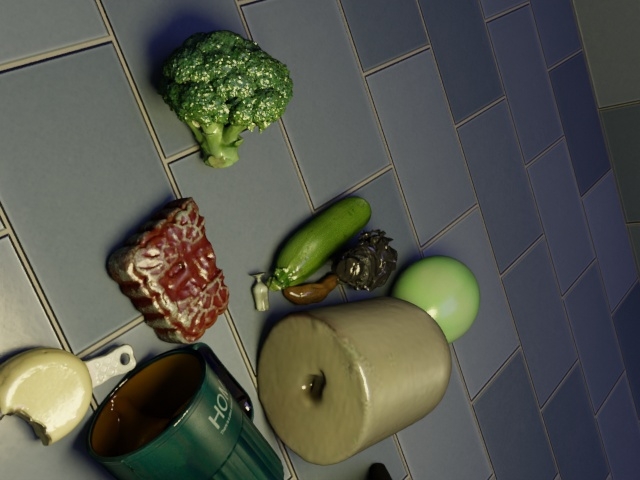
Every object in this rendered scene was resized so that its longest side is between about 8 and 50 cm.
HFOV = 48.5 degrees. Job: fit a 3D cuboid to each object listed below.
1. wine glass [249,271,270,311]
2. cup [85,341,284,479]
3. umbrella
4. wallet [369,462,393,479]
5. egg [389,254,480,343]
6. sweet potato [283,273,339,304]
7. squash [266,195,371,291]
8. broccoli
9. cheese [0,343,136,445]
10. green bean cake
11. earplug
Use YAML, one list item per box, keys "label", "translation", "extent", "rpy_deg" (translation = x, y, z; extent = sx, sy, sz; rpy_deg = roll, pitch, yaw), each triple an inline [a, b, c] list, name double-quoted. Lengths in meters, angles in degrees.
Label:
- label: "wine glass"
  translation: [-0.130, 0.110, 1.526]
  extent: [0.038, 0.042, 0.083]
  rpy_deg: [-8, 95, -16]
- label: "cup"
  translation: [-0.237, 0.370, 1.295]
  extent: [0.242, 0.308, 0.292]
  rpy_deg: [-36, 116, -6]
- label: "umbrella"
  translation: [0.084, 0.061, 1.627]
  extent: [0.154, 0.128, 0.336]
  rpy_deg: [-58, 167, 21]
- label: "wallet"
  translation: [0.142, 0.634, 1.554]
  extent: [0.406, 0.062, 0.229]
  rpy_deg: [84, 6, -82]
- label: "egg"
  translation: [0.288, 0.157, 1.811]
  extent: [0.269, 0.220, 0.220]
  rpy_deg: [-40, 114, -35]
- label: "sweet potato"
  translation: [-0.009, 0.116, 1.637]
  extent: [0.182, 0.054, 0.053]
  rpy_deg: [-14, 105, -47]
- label: "squash"
  translation: [0.000, 0.000, 1.625]
  extent: [0.378, 0.101, 0.101]
  rpy_deg: [-43, 115, -40]
- label: "broccoli"
  translation: [-0.189, -0.271, 1.381]
  extent: [0.270, 0.270, 0.270]
  rpy_deg: [-27, 136, -43]
- label: "cheese"
  translation: [-0.432, 0.226, 1.192]
  extent: [0.249, 0.070, 0.163]
  rpy_deg: [-47, 119, -36]
- label: "green bean cake"
  translation: [-0.269, 0.066, 1.350]
  extent: [0.198, 0.097, 0.233]
  rpy_deg: [-46, 117, -37]
- label: "earplug"
  translation: [0.102, 0.275, 1.557]
  extent: [0.394, 0.312, 0.313]
  rpy_deg: [-9, 93, -47]
